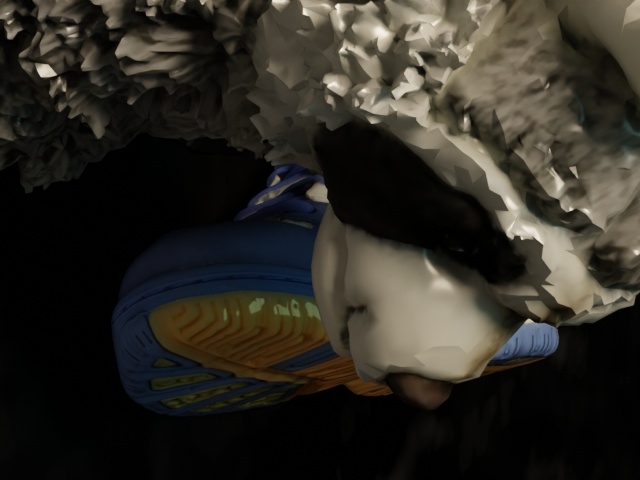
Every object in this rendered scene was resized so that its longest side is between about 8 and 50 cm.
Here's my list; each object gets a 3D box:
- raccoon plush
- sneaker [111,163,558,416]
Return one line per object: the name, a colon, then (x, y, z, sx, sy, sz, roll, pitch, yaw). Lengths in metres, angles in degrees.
raccoon plush: (0.012, -0.177, 0.555, 0.216, 0.299, 0.446, -18, 108, -59)
sneaker: (0.000, 0.000, 0.782, 0.296, 0.112, 0.131, 5, 71, -63)
